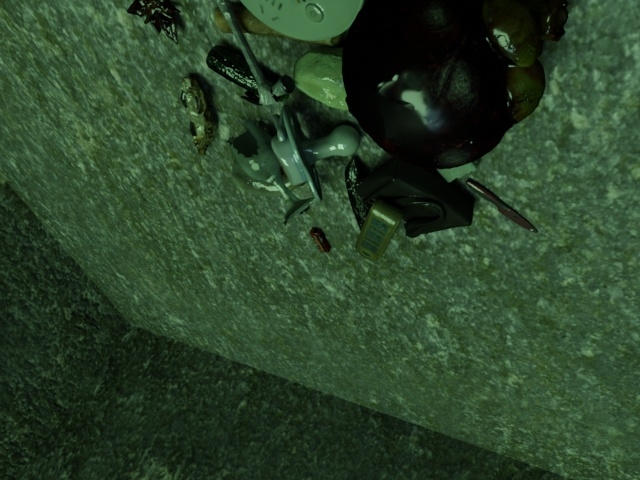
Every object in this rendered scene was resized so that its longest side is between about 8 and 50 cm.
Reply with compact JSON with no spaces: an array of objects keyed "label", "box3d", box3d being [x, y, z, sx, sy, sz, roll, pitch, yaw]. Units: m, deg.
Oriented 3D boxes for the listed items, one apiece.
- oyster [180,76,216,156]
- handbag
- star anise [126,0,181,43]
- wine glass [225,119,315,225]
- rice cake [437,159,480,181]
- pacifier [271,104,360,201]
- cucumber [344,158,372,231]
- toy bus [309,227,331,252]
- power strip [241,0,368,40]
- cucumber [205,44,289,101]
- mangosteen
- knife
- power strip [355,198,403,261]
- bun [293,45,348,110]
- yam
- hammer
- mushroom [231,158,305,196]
[{"label":"oyster","box3d":[-0.383,-0.383,1.992,0.129,0.079,0.345,44,156,20]},{"label":"handbag","box3d":[0.253,-0.108,1.757,0.285,0.113,0.257,29,158,-19]},{"label":"star anise","box3d":[-0.434,-0.611,1.709,0.213,0.053,0.157,8,142,30]},{"label":"wine glass","box3d":[-0.149,-0.207,1.898,0.321,0.143,0.143,51,148,-1]},{"label":"rice cake","box3d":[0.305,-0.244,1.609,0.211,0.038,0.124,41,149,-16]},{"label":"pacifier","box3d":[-0.005,-0.261,1.750,0.233,0.244,0.299,-14,139,10]},{"label":"cucumber","box3d":[0.121,-0.133,1.909,0.072,0.072,0.300,11,143,30]},{"label":"toy bus","box3d":[0.000,0.000,2.245,0.043,0.031,0.110,5,142,33]},{"label":"power strip","box3d":[-0.039,-0.596,1.274,0.358,0.161,0.357,22,149,15]},{"label":"cucumber","box3d":[-0.192,-0.445,1.719,0.241,0.074,0.074,31,150,-1]},{"label":"mangosteen","box3d":[0.233,-0.343,1.216,0.381,0.381,0.421,36,141,-7]},{"label":"knife","box3d":[0.486,-0.087,1.699,0.247,0.018,0.035,35,147,-10]},{"label":"power strip","box3d":[0.163,-0.016,1.861,0.092,0.066,0.387,31,162,7]},{"label":"bun","box3d":[0.032,-0.402,1.533,0.196,0.118,0.195,20,173,3]},{"label":"yam","box3d":[-0.108,-0.524,1.529,0.357,0.081,0.081,15,146,28]},{"label":"hammer","box3d":[-0.203,-0.527,1.518,0.152,0.044,0.426,-12,108,41]},{"label":"mushroom","box3d":[-0.170,-0.196,2.037,0.270,0.103,0.118,15,110,22]}]
